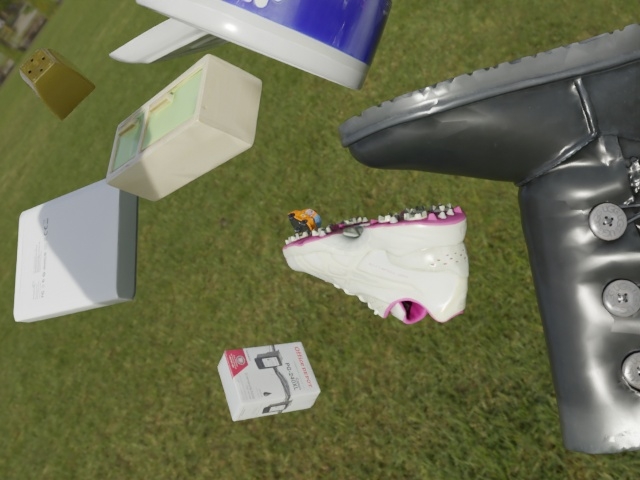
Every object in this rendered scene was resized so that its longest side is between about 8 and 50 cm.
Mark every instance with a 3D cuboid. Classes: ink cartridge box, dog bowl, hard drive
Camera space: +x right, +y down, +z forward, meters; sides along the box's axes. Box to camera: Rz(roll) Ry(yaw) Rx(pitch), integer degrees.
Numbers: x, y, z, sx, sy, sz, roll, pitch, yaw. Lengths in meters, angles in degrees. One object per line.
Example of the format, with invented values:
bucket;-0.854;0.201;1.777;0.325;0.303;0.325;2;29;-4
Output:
ink cartridge box;-0.089;0.242;1.261;0.109;0.151;0.063;66;146;34
dog bowl;-0.059;-0.260;0.798;0.104;0.265;0.265;-68;26;11
hard drive;-0.476;0.022;1.393;0.353;0.047;0.233;-14;72;39

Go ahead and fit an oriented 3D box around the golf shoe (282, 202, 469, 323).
golf shoe;0.058;0.038;0.894;0.115;0.140;0.306;-18;6;-35

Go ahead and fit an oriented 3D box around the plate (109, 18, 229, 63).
plate;-0.194;-0.376;1.287;0.278;0.045;0.277;-7;17;45

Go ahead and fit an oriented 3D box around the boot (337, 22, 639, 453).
boot;0.249;0.023;0.822;0.367;0.445;0.146;-15;6;14

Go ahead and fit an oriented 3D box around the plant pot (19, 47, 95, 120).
plant pot;-0.435;-0.262;1.171;0.081;0.083;0.081;-46;65;-2

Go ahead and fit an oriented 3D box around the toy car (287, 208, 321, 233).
toy car;0.000;0.000;1.107;0.040;0.122;0.060;-41;24;-19

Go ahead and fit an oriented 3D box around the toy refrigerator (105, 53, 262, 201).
toy refrigerator;-0.200;-0.148;1.005;0.270;0.094;0.102;-19;58;48
